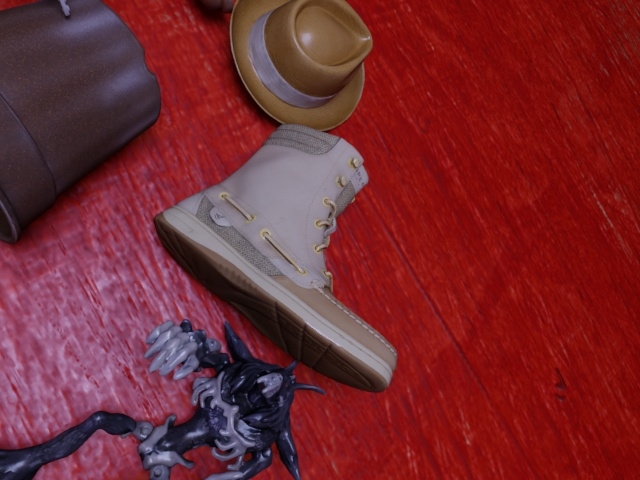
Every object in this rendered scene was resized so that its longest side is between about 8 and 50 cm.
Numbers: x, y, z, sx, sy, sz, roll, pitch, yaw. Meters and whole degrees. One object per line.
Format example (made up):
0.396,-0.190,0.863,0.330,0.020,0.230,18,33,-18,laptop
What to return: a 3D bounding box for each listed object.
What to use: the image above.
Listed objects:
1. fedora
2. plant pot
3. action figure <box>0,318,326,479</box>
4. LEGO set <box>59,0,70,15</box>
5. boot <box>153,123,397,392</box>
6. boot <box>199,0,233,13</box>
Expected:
-0.004,-0.219,0.543,0.194,0.079,0.194,4,83,-38,fedora
-0.234,-0.111,0.392,0.167,0.167,0.165,49,56,-6,plant pot
-0.108,0.158,0.388,0.276,0.141,0.164,-22,75,-26,action figure
-0.251,-0.275,0.376,0.182,0.060,0.244,15,61,2,LEGO set
0.000,0.000,0.471,0.262,0.095,0.203,34,59,18,boot
-0.224,-0.347,0.484,0.220,0.109,0.283,-25,99,-20,boot
